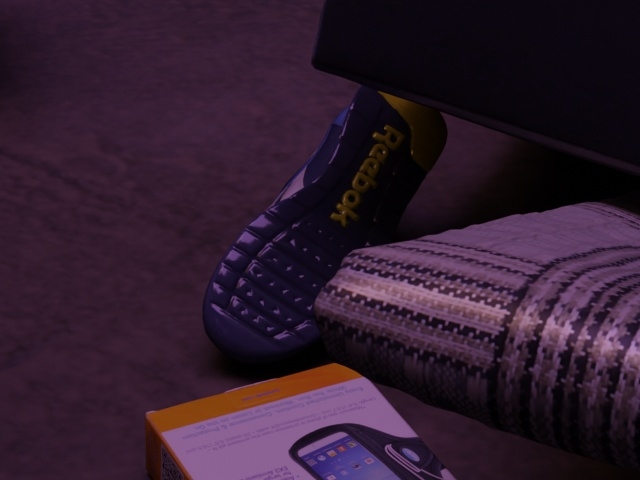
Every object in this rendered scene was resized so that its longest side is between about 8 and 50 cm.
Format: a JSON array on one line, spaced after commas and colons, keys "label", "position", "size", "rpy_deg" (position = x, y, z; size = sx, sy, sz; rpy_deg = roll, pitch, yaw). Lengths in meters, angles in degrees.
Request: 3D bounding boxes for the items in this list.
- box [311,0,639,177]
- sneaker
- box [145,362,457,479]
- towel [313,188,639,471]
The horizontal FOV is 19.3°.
[{"label": "box", "position": [0.201, -0.106, 0.725], "size": [0.294, 0.183, 0.296], "rpy_deg": [21, 13, 25]}, {"label": "sneaker", "position": [0.000, 0.000, 0.738], "size": [0.053, 0.059, 0.144], "rpy_deg": [39, 55, -1]}, {"label": "box", "position": [0.006, 0.093, 0.607], "size": [0.081, 0.028, 0.136], "rpy_deg": [-13, 38, -24]}, {"label": "towel", "position": [0.202, 0.043, 0.551], "size": [0.312, 0.056, 0.324], "rpy_deg": [16, 8, 25]}]
